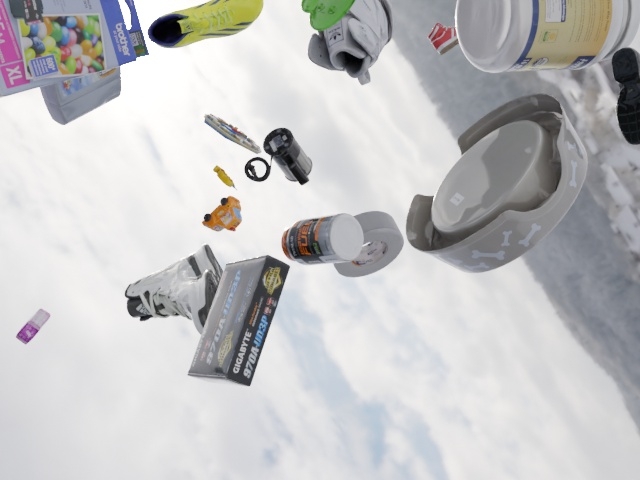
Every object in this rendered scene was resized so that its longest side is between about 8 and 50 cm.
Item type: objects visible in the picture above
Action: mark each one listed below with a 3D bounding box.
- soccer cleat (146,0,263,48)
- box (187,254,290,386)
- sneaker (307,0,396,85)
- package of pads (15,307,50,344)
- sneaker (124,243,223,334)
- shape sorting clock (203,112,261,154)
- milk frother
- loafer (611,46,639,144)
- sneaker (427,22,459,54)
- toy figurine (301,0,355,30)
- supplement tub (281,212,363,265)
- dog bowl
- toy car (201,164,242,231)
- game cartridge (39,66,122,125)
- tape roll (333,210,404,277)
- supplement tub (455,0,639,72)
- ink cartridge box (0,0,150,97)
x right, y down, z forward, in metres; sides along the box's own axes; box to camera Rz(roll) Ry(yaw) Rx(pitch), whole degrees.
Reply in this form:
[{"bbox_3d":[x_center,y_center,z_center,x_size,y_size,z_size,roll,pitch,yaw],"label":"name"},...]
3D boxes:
[{"bbox_3d":[-0.267,-0.506,1.861,0.121,0.289,0.093,-45,-60,-66],"label":"soccer cleat"},{"bbox_3d":[-0.143,0.140,1.397,0.051,0.175,0.220,26,-108,-25],"label":"box"},{"bbox_3d":[0.024,-0.479,1.580,0.366,0.137,0.210,49,-140,-36],"label":"sneaker"},{"bbox_3d":[-0.582,0.173,1.634,0.032,0.050,0.083,41,-172,-12],"label":"package of pads"},{"bbox_3d":[-0.362,0.175,2.054,0.169,0.258,0.447,64,178,-21],"label":"sneaker"},{"bbox_3d":[-0.265,-0.328,2.449,0.206,0.040,0.206,31,-172,-5],"label":"shape sorting clock"},{"bbox_3d":[-0.108,-0.192,2.059,0.134,0.143,0.129,51,-153,-54],"label":"milk frother"},{"bbox_3d":[0.554,-0.251,1.406,0.061,0.062,0.170,-5,-89,-42],"label":"loafer"},{"bbox_3d":[0.309,-0.494,1.901,0.067,0.118,0.042,52,165,15],"label":"sneaker"},{"bbox_3d":[-0.036,-0.471,1.421,0.159,0.130,0.173,43,-153,15],"label":"toy figurine"},{"bbox_3d":[0.000,0.000,1.930,0.117,0.190,0.116,7,-101,-43],"label":"supplement tub"},{"bbox_3d":[0.308,-0.092,1.406,0.102,0.349,0.348,40,-157,-19],"label":"dog bowl"},{"bbox_3d":[-0.129,-0.043,1.042,0.040,0.060,0.122,49,170,20],"label":"toy car"},{"bbox_3d":[-0.498,-0.391,1.663,0.062,0.297,0.198,24,-138,17],"label":"game cartridge"},{"bbox_3d":[0.130,0.013,2.345,0.219,0.219,0.072,37,-158,-52],"label":"tape roll"},{"bbox_3d":[0.463,-0.460,1.637,0.228,0.316,0.228,173,90,-68],"label":"supplement tub"},{"bbox_3d":[-0.456,-0.383,1.437,0.311,0.065,0.185,-25,-70,-34],"label":"ink cartridge box"}]
